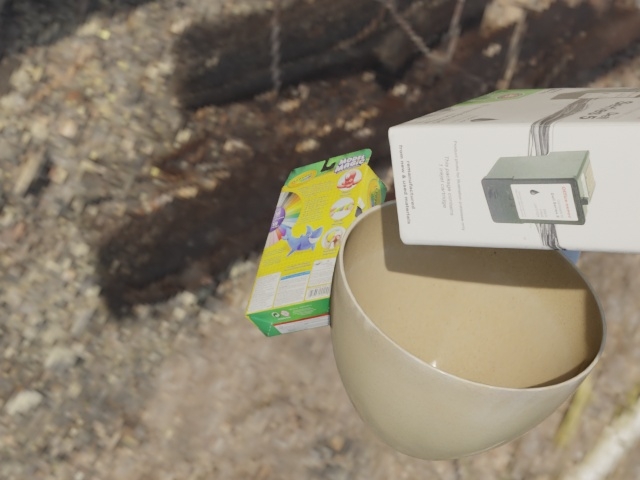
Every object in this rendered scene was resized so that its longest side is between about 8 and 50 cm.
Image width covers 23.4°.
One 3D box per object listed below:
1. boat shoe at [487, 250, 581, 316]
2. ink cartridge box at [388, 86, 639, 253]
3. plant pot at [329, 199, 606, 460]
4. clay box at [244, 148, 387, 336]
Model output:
[{"bbox_3d":[0.246,-0.032,1.763,0.096,0.088,0.268,23,83,-23],"label":"boat shoe"},{"bbox_3d":[0.230,-0.067,1.371,0.198,0.272,0.115,-23,110,-50],"label":"ink cartridge box"},{"bbox_3d":[0.129,0.117,1.608,0.284,0.284,0.191,-23,145,-42],"label":"plant pot"},{"bbox_3d":[0.000,0.000,1.788,0.053,0.127,0.222,48,44,-36],"label":"clay box"}]
